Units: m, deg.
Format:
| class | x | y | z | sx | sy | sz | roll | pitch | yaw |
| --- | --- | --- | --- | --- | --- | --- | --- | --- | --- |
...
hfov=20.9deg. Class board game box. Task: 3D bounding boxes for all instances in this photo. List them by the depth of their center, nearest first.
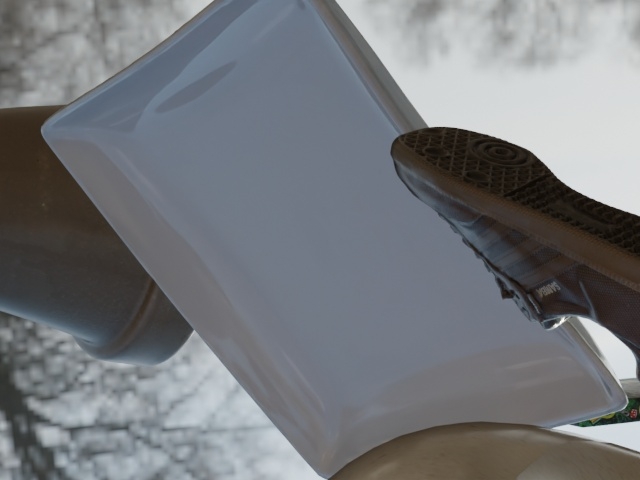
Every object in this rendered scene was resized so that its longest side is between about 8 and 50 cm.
| class | x | y | z | sx | sy | sz | roll | pitch | yaw |
| --- | --- | --- | --- | --- | --- | --- | --- | --- | --- |
| board game box | 0.342 | 0.160 | 1.775 | 0.259 | 0.030 | 0.136 | -3 | 180 | -24 |

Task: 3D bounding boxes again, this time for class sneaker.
| class | x | y | z | sx | sy | sz | roll | pitch | yaw |
| --- | --- | --- | --- | --- | --- | --- | --- | --- | --- |
| sneaker | 0.101 | 0.006 | 0.848 | 0.066 | 0.071 | 0.188 | -15 | -146 | -40 |

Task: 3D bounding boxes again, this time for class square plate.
| class | x | y | z | sx | sy | sz | roll | pitch | yaw |
| --- | --- | --- | --- | --- | --- | --- | --- | --- | --- |
| square plate | 0.000 | 0.000 | 1.165 | 0.049 | 0.347 | 0.344 | -45 | -168 | -34 |

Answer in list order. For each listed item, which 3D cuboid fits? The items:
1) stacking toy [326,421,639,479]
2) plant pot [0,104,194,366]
| class | x | y | z | sx | sy | sz | roll | pitch | yaw |
| --- | --- | --- | --- | --- | --- | --- | --- | --- | --- |
| stacking toy | 0.051 | 0.317 | 0.420 | 0.350 | 0.480 | 0.350 | 28 | -169 | -6 |
| plant pot | -0.241 | -0.022 | 1.565 | 0.229 | 0.263 | 0.263 | 7 | -174 | -32 |
